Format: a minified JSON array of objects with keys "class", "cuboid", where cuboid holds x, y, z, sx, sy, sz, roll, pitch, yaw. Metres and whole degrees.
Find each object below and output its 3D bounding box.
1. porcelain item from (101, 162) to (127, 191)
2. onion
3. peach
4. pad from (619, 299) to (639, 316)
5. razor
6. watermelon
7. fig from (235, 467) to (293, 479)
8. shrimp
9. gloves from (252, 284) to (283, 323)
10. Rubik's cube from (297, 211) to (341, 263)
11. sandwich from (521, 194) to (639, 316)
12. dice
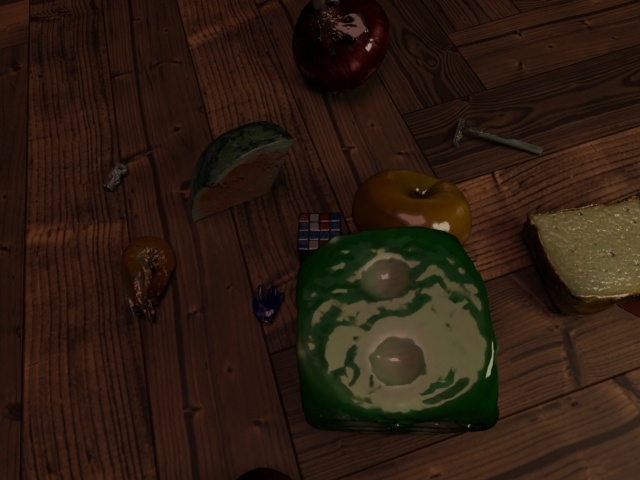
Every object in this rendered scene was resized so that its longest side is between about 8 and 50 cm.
[{"class":"porcelain item","cuboid":[-0.528,-0.165,1.063,0.036,0.028,0.083,26,65,-2]},{"class":"onion","cuboid":[0.066,-0.534,1.127,0.273,0.285,0.272,2,95,28]},{"class":"peach","cuboid":[0.194,-0.057,0.872,0.252,0.153,0.251,11,36,-8]},{"class":"pad","cuboid":[0.748,0.120,0.830,0.267,0.004,0.181,29,68,18]},{"class":"razor","cuboid":[0.445,-0.252,1.026,0.212,0.036,0.084,17,68,13]},{"class":"watermelon","cuboid":[-0.209,-0.167,0.974,0.260,0.256,0.175,-24,108,-16]},{"class":"fig","cuboid":[-0.097,0.433,0.649,0.148,0.201,0.149,-36,30,-28]},{"class":"shrimp","cuboid":[-0.380,0.078,0.915,0.115,0.051,0.217,-14,60,-5]},{"class":"gloves","cuboid":[-0.116,0.132,0.877,0.064,0.026,0.086,12,65,12]},{"class":"Rubik's cube","cuboid":[0.000,0.000,0.899,0.092,0.092,0.092,-1,63,3]},{"class":"sandwich","cuboid":[0.575,0.028,0.843,0.251,0.087,0.226,-12,60,1]},{"class":"dice","cuboid":[0.118,0.164,0.694,0.288,0.297,0.299,-5,63,4]}]
